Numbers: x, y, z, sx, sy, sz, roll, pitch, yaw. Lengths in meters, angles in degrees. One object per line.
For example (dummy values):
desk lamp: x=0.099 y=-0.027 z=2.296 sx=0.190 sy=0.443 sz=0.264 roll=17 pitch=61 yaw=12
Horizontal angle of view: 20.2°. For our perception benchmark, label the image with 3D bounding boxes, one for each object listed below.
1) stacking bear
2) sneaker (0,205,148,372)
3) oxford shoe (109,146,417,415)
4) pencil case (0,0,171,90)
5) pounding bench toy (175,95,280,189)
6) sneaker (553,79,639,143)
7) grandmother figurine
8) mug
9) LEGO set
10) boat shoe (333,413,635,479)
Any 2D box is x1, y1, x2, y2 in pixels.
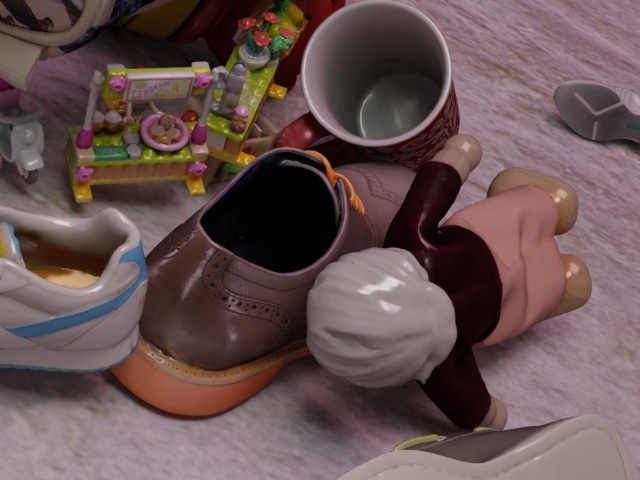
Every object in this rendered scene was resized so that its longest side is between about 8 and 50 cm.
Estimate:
stacking bear: x=-0.118 y=-0.229 z=1.441 sx=0.289 sy=0.175 sz=0.164 roll=32 pitch=2 yaw=-17
sneaker: x=-0.211 y=0.027 z=1.021 sx=0.228 sy=0.092 sz=0.087 roll=-7 pitch=46 yaw=-22
oxford shoe: x=0.000 y=0.000 z=1.224 sx=0.130 sy=0.133 sz=0.363 roll=37 pitch=31 yaw=11
pencil case: x=-0.085 y=-0.234 z=1.230 sx=0.160 sy=0.183 sz=0.410 roll=35 pitch=31 yaw=21
pounding bench toy: x=-0.068 y=-0.065 z=1.339 sx=0.065 sy=0.052 sz=0.083 roll=-12 pitch=51 yaw=-49
sneaker: x=0.281 y=-0.125 z=1.738 sx=0.152 sy=0.054 sz=0.061 roll=14 pitch=19 yaw=-31
grandmother figurine: x=0.092 y=0.035 z=1.235 sx=0.342 sy=0.104 sz=0.208 roll=-13 pitch=85 yaw=-62
mug: x=0.038 y=-0.110 z=1.405 sx=0.169 sy=0.150 sz=0.113 roll=37 pitch=46 yaw=-76
LEGO set: x=-0.092 y=-0.118 z=1.259 sx=0.287 sy=0.107 sz=0.132 roll=-24 pitch=59 yaw=-33
boat shoe: x=0.068 y=0.172 z=1.076 sx=0.305 sy=0.091 sz=0.109 roll=-10 pitch=86 yaw=-45
